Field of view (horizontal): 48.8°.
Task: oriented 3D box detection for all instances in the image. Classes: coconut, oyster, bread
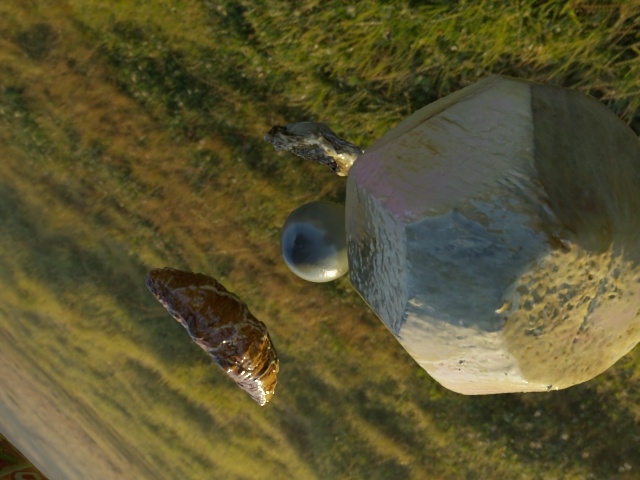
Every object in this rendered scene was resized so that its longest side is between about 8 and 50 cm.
[{"bbox_3d":[0.129,-0.007,0.521,0.237,0.236,0.197,7,145,49],"label":"coconut"},{"bbox_3d":[0.008,-0.112,0.862,0.166,0.053,0.108,24,-165,-23],"label":"oyster"},{"bbox_3d":[-0.113,0.107,0.853,0.233,0.076,0.105,50,172,-24],"label":"bread"}]

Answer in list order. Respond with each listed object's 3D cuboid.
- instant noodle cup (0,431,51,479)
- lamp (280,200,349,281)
[{"bbox_3d":[-0.313,0.258,0.646,0.185,0.168,0.168,33,148,34],"label":"instant noodle cup"},{"bbox_3d":[0.000,0.000,0.892,0.105,0.105,0.105,33,148,24],"label":"lamp"}]
